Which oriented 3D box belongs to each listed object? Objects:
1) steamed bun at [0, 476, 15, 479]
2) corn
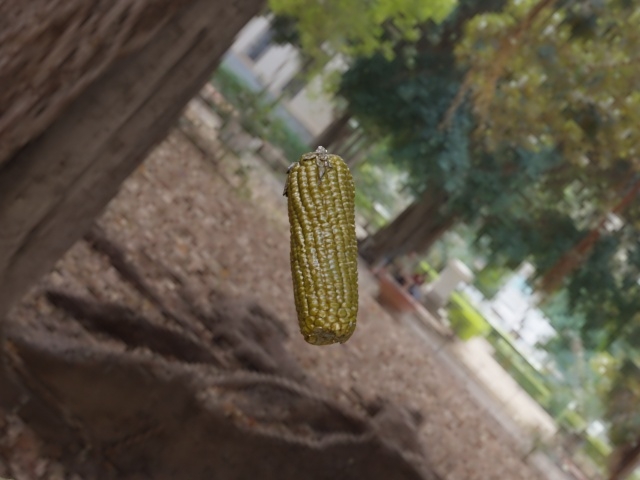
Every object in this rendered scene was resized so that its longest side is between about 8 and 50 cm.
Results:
[{"bbox_3d":[-0.131,0.211,0.484,0.324,0.230,0.372,34,-31,20],"label":"steamed bun"},{"bbox_3d":[0.000,0.000,0.519,0.027,0.028,0.083,27,52,-43],"label":"corn"}]
